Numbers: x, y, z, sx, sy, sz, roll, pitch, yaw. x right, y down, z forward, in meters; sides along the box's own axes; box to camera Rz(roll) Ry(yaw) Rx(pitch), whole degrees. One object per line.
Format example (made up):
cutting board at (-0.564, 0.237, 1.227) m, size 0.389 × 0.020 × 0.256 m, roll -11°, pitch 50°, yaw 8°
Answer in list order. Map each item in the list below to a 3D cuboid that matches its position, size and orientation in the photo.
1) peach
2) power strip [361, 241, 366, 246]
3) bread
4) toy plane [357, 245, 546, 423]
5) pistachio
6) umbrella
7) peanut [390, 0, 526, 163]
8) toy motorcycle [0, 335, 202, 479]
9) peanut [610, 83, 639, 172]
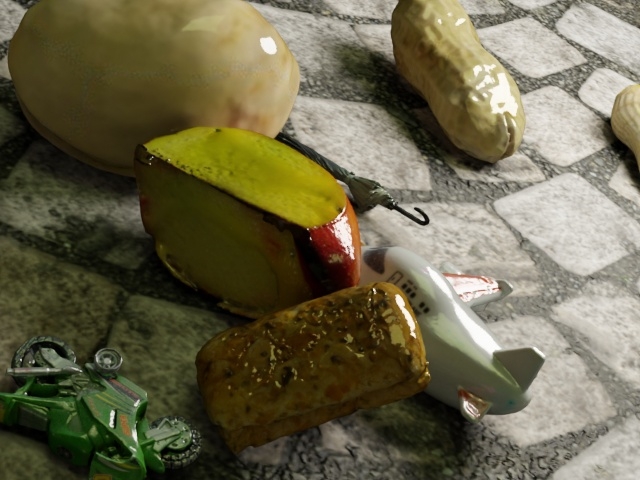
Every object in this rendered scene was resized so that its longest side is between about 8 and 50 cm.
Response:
peach at (-0.052, -0.011, 1.221) m, size 0.267 × 0.158 × 0.154 m, roll 25°, pitch 40°, yaw 25°
power strip at (0.000, 0.000, 1.348) m, size 0.178 × 0.028 × 0.049 m, roll 32°, pitch 38°, yaw 12°
bread at (-0.009, 0.113, 1.094) m, size 0.211 × 0.083 × 0.114 m, roll -21°, pitch 52°, yaw 4°
toy plane at (0.116, 0.091, 1.226) m, size 0.252 × 0.118 × 0.252 m, roll 13°, pitch 36°, yaw -10°
pistachio at (-0.183, -0.188, 1.337) m, size 0.321 × 0.229 × 0.237 m, roll 4°, pitch 74°, yaw -10°
umbrella at (0.021, -0.077, 1.456) m, size 0.269 × 0.044 × 0.044 m, roll 30°, pitch 63°, yaw 25°
peanut at (0.185, -0.226, 1.635) m, size 0.130 × 0.130 × 0.290 m, roll -6°, pitch 52°, yaw -32°
toy motorcycle at (-0.200, 0.157, 1.035) m, size 0.190 × 0.074 × 0.106 m, roll 29°, pitch 47°, yaw 9°
peanut at (0.479, -0.150, 1.719) m, size 0.087 × 0.087 × 0.206 m, roll 6°, pitch 42°, yaw -20°
